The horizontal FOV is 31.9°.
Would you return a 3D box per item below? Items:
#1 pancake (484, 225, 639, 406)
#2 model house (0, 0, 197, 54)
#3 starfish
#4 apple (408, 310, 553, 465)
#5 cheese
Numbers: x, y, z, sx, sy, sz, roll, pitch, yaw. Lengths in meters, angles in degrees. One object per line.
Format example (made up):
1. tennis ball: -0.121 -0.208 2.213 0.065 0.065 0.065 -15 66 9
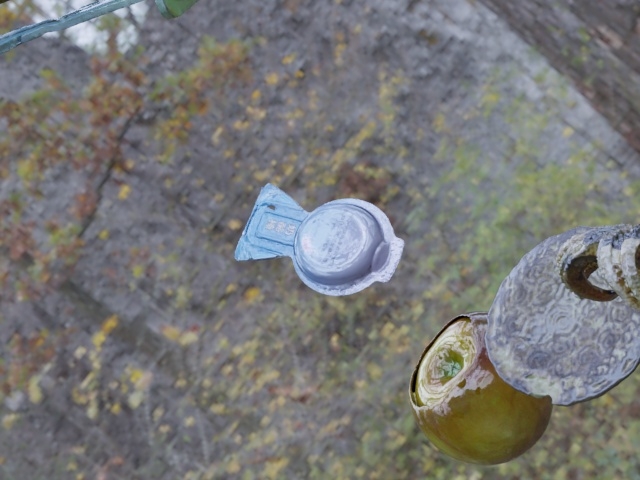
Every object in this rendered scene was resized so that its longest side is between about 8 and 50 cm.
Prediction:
1. pancake: 0.253 0.075 1.128 0.199 0.021 0.199 -21 56 34
2. model house: -0.295 -0.287 0.917 0.323 0.300 0.340 -13 21 17
3. starfish: 0.261 0.021 0.878 0.190 0.146 0.074 178 89 -78
4. apple: 0.244 0.225 1.716 0.237 0.207 0.237 -24 51 34
5. cheese: 0.000 0.000 1.482 0.052 0.244 0.135 41 -112 -54
